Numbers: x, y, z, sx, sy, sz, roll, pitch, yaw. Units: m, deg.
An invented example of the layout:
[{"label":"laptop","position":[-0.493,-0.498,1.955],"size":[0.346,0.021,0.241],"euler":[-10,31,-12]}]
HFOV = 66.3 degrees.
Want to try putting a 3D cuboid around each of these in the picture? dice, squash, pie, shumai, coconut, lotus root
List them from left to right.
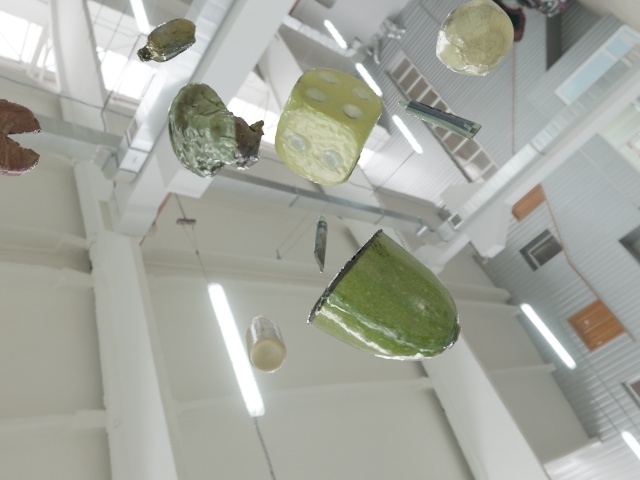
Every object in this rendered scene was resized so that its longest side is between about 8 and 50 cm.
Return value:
[{"label":"pie","position":[-0.868,-0.286,1.346],"size":[0.204,0.054,0.218],"euler":[-12,-88,-58]},{"label":"lotus root","position":[-0.449,-0.579,1.436],"size":[0.192,0.113,0.088],"euler":[-39,-89,-19]},{"label":"shumai","position":[-0.397,-0.433,1.979],"size":[0.324,0.397,0.324],"euler":[11,-140,27]},{"label":"dice","position":[0.015,-0.228,0.985],"size":[0.170,0.169,0.166],"euler":[27,-132,1]},{"label":"squash","position":[0.177,0.181,1.209],"size":[0.309,0.310,0.310],"euler":[39,-150,10]},{"label":"coconut","position":[0.431,-0.572,1.389],"size":[0.224,0.224,0.224],"euler":[29,-147,-21]}]

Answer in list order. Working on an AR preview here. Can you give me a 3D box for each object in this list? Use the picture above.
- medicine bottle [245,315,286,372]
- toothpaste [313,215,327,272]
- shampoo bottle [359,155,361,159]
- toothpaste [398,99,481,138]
[{"label":"medicine bottle","position":[-0.177,0.309,1.532],"size":[0.114,0.114,0.252],"euler":[32,-176,-17]},{"label":"toothpaste","position":[0.000,0.000,1.381],"size":[0.216,0.037,0.061],"euler":[-85,-29,-51]},{"label":"shampoo bottle","position":[0.018,-0.230,1.251],"size":[0.165,0.079,0.040],"euler":[31,-146,-2]},{"label":"toothpaste","position":[0.263,-0.279,1.108],"size":[0.197,0.034,0.057],"euler":[29,-123,22]}]
